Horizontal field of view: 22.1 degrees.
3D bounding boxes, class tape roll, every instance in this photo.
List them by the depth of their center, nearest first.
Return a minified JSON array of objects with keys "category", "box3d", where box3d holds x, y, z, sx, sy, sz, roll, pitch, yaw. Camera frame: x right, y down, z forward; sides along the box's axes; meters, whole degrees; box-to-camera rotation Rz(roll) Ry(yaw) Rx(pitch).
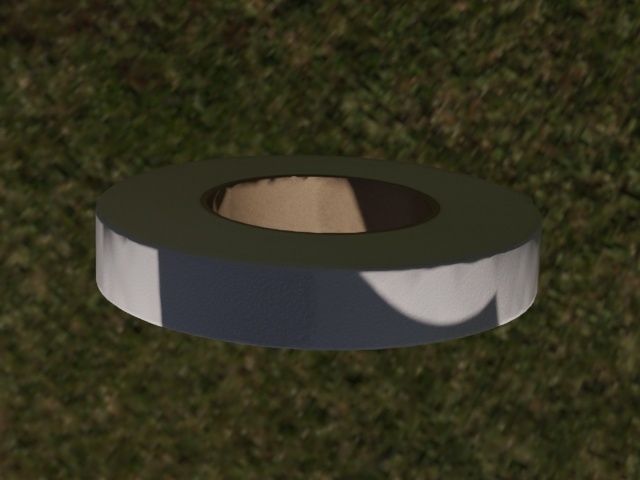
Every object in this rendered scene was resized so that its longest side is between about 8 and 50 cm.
[{"category":"tape roll","box3d":[0.000,0.000,1.423,0.392,0.392,0.072,8,107,22]}]
